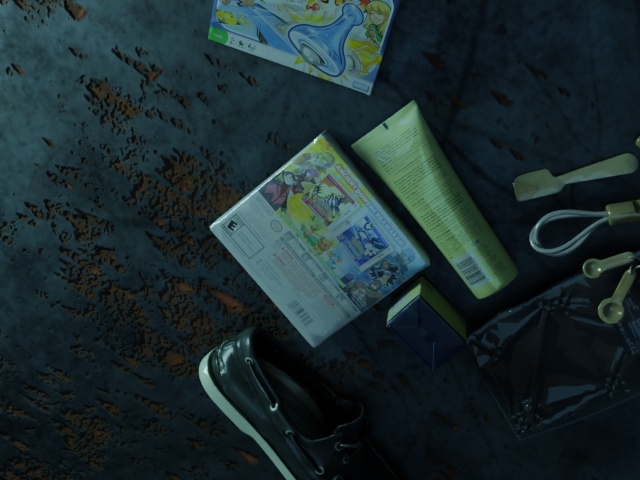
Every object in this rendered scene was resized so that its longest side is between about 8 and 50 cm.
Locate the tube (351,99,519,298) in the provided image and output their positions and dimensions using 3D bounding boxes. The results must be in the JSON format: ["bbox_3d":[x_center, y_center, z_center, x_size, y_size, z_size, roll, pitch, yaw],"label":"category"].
[{"bbox_3d":[0.144,-0.043,1.053,0.070,0.062,0.240,-39,95,-26],"label":"tube"}]

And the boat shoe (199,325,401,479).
[{"bbox_3d":[0.005,0.235,1.123,0.340,0.127,0.113,45,120,3],"label":"boat shoe"}]

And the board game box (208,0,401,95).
[{"bbox_3d":[-0.017,-0.256,0.990,0.201,0.035,0.136,19,133,2],"label":"board game box"}]

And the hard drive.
[{"bbox_3d":[0.319,0.121,1.077,0.254,0.054,0.172,-28,101,14],"label":"hard drive"}]

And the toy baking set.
[{"bbox_3d":[0.351,-0.019,1.005,0.196,0.030,0.256,-42,76,5],"label":"toy baking set"}]

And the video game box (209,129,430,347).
[{"bbox_3d":[0.000,0.000,1.089,0.187,0.048,0.205,-37,100,19],"label":"video game box"}]

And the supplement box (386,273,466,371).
[{"bbox_3d":[0.130,0.099,1.082,0.056,0.083,0.083,-42,97,18],"label":"supplement box"}]
